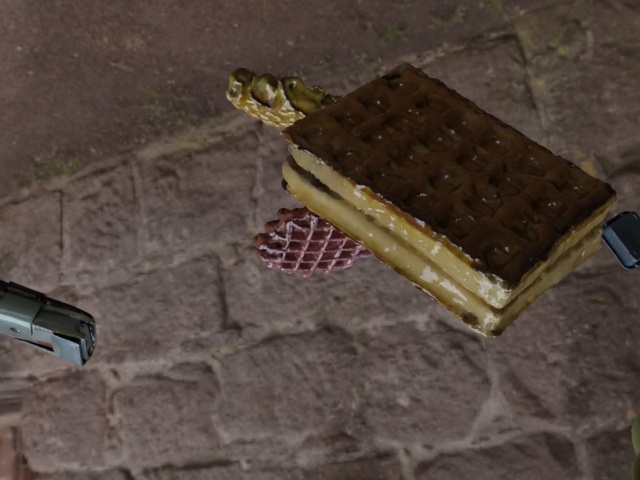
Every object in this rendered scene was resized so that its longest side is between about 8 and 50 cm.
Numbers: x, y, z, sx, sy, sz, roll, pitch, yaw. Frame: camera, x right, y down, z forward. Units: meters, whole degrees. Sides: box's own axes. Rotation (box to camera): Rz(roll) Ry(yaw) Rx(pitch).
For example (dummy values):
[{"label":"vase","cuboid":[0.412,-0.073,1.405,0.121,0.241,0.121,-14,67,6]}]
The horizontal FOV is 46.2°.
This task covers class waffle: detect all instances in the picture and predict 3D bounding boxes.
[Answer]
[{"label":"waffle","cuboid":[0.129,-0.055,0.800,0.213,0.308,0.091,-34,147,-30]},{"label":"waffle","cuboid":[0.000,0.000,1.333,0.234,0.055,0.221,-22,147,21]},{"label":"waffle","cuboid":[-0.015,-0.201,1.205,0.309,0.065,0.283,14,179,12]}]

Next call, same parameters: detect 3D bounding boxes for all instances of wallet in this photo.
[{"label":"wallet","cuboid":[-0.533,0.141,1.354,0.250,0.075,0.176,21,152,-5]}]

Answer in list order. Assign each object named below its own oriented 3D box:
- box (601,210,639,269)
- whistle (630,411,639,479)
[{"label":"box","cuboid":[0.564,-0.004,1.363,0.074,0.099,0.054,-33,167,3]},{"label":"whistle","cuboid":[0.478,0.339,1.024,0.106,0.288,0.131,1,150,25]}]
